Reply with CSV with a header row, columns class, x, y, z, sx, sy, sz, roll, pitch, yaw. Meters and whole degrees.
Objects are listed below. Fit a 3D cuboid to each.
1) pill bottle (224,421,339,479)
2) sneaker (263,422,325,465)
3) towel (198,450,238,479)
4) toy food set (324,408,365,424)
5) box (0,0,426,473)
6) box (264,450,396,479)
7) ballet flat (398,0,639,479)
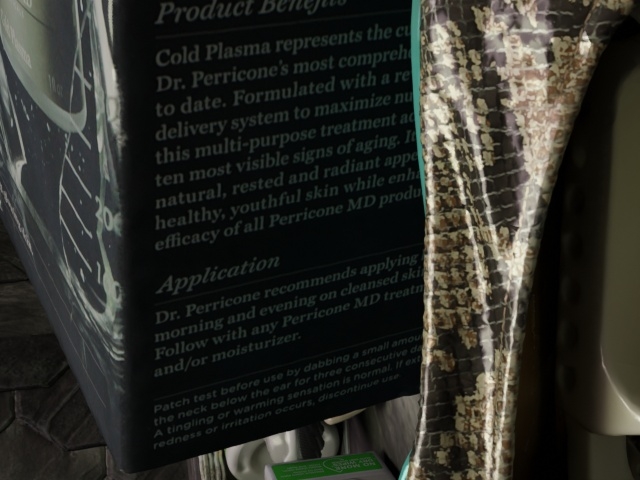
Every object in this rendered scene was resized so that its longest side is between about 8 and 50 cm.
class,x,y,z,sx,sy,sz,roll,pitch,yaw
pill bottle,-0.069,0.175,1.293,0.245,0.136,0.136,-110,21,-48
sneaker,-0.079,0.163,1.149,0.105,0.115,0.281,65,177,-37
towel,-0.086,0.361,1.247,0.209,0.034,0.285,60,-171,-49
toy food set,0.000,0.000,1.058,0.219,0.093,0.306,-121,30,-62
box,-0.088,-0.189,0.739,0.480,0.298,0.471,49,141,45
box,0.034,0.366,0.956,0.231,0.127,0.261,-135,42,-72
ballet flat,0.125,0.075,0.492,0.182,0.164,0.482,16,110,47
